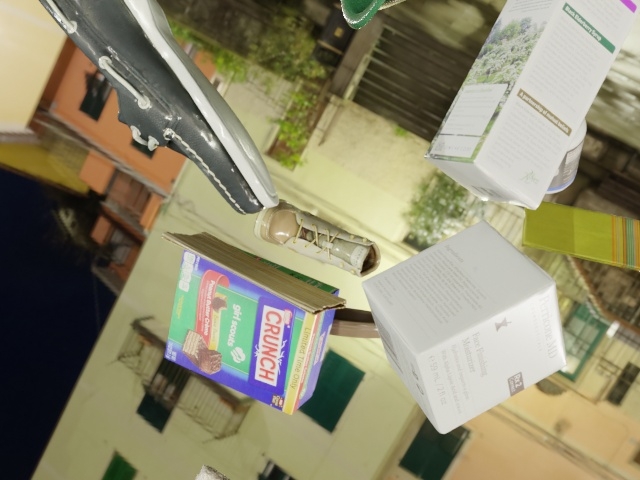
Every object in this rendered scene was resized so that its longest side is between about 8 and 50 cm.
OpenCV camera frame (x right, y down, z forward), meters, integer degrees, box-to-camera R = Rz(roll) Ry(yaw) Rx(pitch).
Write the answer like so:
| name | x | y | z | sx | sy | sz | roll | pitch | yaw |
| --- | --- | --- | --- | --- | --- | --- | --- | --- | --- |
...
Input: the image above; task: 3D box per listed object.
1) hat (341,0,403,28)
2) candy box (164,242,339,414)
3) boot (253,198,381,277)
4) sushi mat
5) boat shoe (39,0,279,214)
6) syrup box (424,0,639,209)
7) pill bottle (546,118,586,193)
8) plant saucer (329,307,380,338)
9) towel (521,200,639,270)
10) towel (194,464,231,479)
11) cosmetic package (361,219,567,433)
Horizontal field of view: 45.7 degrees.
| name | x | y | z | sx | sy | sz | roll | pitch | yaw |
| --- | --- | --- | --- | --- | --- | --- | --- | --- | --- |
| hat | 0.149 | -0.339 | 0.936 | 0.184 | 0.208 | 0.172 | 9 | -121 | -21 |
| candy box | -0.146 | 0.174 | 1.582 | 0.317 | 0.268 | 0.122 | 20 | -159 | 17 |
| boot | 0.000 | 0.000 | 1.253 | 0.165 | 0.077 | 0.213 | 24 | -177 | 27 |
| sushi mat | -0.115 | 0.051 | 1.328 | 0.317 | 0.019 | 0.151 | 25 | -169 | 19 |
| boat shoe | -0.151 | -0.139 | 0.708 | 0.302 | 0.091 | 0.114 | 56 | -175 | 5 |
| syrup box | 0.213 | -0.159 | 0.762 | 0.096 | 0.236 | 0.093 | 31 | 176 | -25 |
| pill bottle | 0.283 | -0.124 | 0.935 | 0.078 | 0.078 | 0.137 | 33 | 162 | 25 |
| plant saucer | 0.055 | 0.188 | 1.774 | 0.278 | 0.041 | 0.278 | 6 | -178 | 0 |
| towel | 0.461 | -0.007 | 1.290 | 0.237 | 0.102 | 0.021 | 12 | 147 | 2 |
| towel | -0.200 | 0.556 | 1.431 | 0.187 | 0.282 | 0.049 | 34 | -149 | 3 |
| cosmetic package | 0.175 | 0.102 | 0.928 | 0.151 | 0.184 | 0.151 | 54 | 169 | 52 |
